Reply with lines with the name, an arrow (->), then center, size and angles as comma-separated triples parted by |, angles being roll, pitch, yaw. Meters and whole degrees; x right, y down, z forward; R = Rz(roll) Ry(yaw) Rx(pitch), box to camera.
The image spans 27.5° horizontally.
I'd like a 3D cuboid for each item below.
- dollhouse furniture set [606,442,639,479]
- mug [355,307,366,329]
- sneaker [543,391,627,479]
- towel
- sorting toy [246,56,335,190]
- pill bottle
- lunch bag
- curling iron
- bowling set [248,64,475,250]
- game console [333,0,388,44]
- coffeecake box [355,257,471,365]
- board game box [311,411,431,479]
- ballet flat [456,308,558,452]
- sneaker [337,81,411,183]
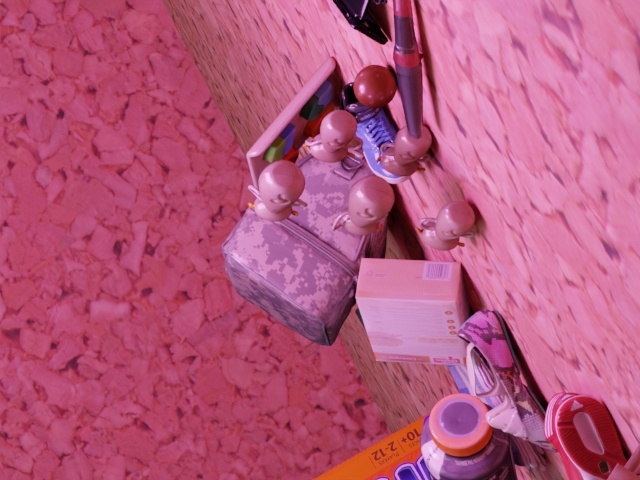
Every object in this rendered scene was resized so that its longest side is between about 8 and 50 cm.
dollhouse furniture set -> 0.363, 0.271, 1.272 | 0.161, 0.101, 0.182 | 32, 161, 21
mug -> 0.131, 0.116, 2.022 | 0.097, 0.129, 0.158 | 58, -175, 7
sneaker -> 0.327, 0.276, 1.536 | 0.128, 0.087, 0.221 | -98, -8, -86
towel -> 0.265, 0.260, 2.047 | 0.209, 0.034, 0.285 | 62, 173, 3
sorting toy -> -0.036, -0.163, 1.963 | 0.038, 0.193, 0.208 | 37, 168, 8
pill bottle -> 0.217, 0.317, 1.919 | 0.130, 0.130, 0.246 | 56, 172, 36
lunch bag -> 0.000, 0.000, 2.050 | 0.212, 0.256, 0.305 | 31, 169, 10
curling iron -> 0.091, -0.211, 1.436 | 0.274, 0.035, 0.068 | 70, 173, -49
bowling set -> 0.067, -0.102, 1.640 | 0.154, 0.286, 0.200 | 118, 167, -73
game console -> 0.043, -0.303, 1.522 | 0.107, 0.071, 0.122 | 19, -146, -53
coffeecake box -> 0.137, 0.104, 1.867 | 0.185, 0.142, 0.068 | 71, -155, -54
board game box -> 0.196, 0.579, 2.453 | 0.356, 0.356, 0.356 | 58, 172, 25
ballet flat -> 0.245, 0.200, 1.753 | 0.222, 0.079, 0.077 | 62, 172, -9
sneaker -> 0.070, -0.148, 1.736 | 0.152, 0.058, 0.084 | 65, -175, 33
